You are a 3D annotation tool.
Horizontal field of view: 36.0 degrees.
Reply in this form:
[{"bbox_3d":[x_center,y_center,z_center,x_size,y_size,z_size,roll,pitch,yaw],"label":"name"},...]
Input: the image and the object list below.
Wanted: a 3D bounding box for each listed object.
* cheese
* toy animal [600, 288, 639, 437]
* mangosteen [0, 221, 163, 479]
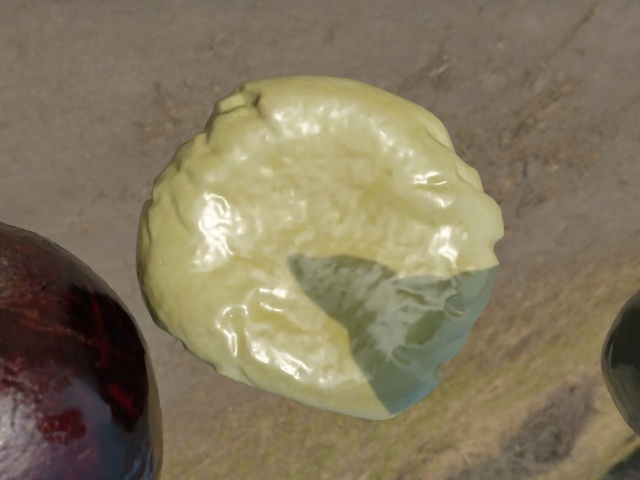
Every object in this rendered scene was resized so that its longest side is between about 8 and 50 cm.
[{"bbox_3d":[0.000,0.000,0.640,0.213,0.226,0.117,-63,-173,-2],"label":"cheese"},{"bbox_3d":[0.174,0.054,0.404,0.138,0.107,0.236,-1,175,25],"label":"toy animal"},{"bbox_3d":[-0.244,0.133,0.611,0.297,0.297,0.293,-50,166,28],"label":"mangosteen"}]
